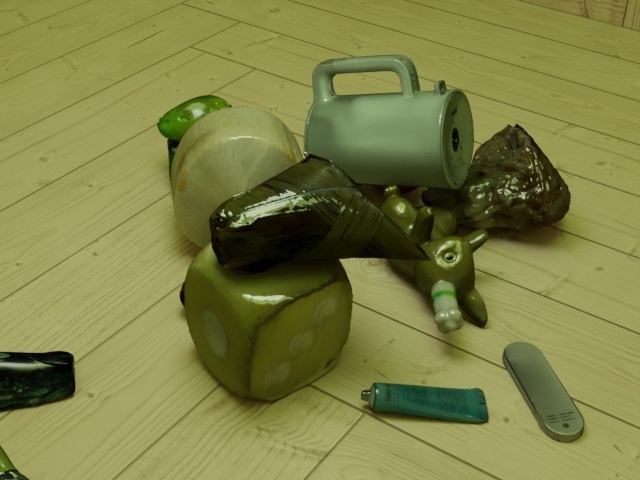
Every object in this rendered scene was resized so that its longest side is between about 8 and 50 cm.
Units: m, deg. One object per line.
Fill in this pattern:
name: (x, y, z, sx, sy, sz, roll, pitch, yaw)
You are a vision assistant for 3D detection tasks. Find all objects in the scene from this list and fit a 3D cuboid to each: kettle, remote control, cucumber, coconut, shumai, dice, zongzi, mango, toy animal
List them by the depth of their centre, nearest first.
zongzi: (0.000, 0.000, 1.619, 0.300, 0.138, 0.286, 38, 51, 24)
cucumber: (-0.530, 0.232, 1.703, 0.193, 0.085, 0.115, 0, 33, -15)
dice: (-0.095, 0.123, 1.739, 0.233, 0.238, 0.227, -21, 42, -32)
remote control: (0.399, 0.268, 1.751, 0.077, 0.022, 0.245, -8, 37, -11)
toy animal: (0.244, 0.033, 1.930, 0.181, 0.180, 0.363, 13, 23, -33)
kettle: (0.135, -0.232, 2.029, 0.318, 0.265, 0.205, 4, 56, 29)
coconut: (-0.165, -0.120, 2.047, 0.323, 0.323, 0.323, 2, 35, -1)
shumai: (0.395, -0.097, 2.196, 0.283, 0.217, 0.346, -36, 29, 1)
mango: (-0.290, -0.279, 2.257, 0.178, 0.100, 0.119, -19, -2, -16)

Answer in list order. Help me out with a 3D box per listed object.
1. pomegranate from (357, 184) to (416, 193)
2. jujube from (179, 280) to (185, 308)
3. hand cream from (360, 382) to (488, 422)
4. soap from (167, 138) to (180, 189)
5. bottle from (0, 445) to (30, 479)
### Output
pomegranate: (0.165, -0.206, 2.261, 0.235, 0.210, 0.210, -24, 26, 25)
jujube: (-0.209, 0.079, 1.915, 0.166, 0.104, 0.104, -28, 45, -35)
hand cream: (0.182, 0.281, 1.709, 0.224, 0.048, 0.083, 6, 35, -5)
soap: (-0.221, -0.184, 2.291, 0.273, 0.098, 0.218, -5, 36, -10)
bottle: (-0.556, 0.343, 1.507, 0.260, 0.112, 0.112, 24, 40, 27)
